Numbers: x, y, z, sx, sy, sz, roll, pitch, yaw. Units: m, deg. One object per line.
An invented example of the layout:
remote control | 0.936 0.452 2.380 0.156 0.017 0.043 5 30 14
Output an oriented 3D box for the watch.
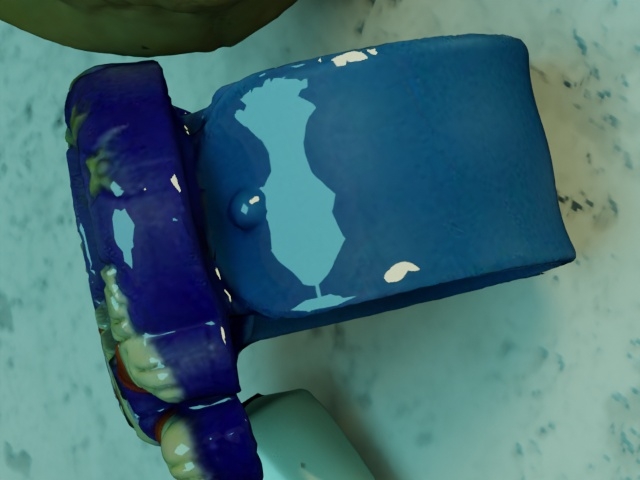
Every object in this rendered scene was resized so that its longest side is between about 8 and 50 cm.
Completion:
watch | -0.001 -0.006 0.769 0.196 0.200 0.171 -155 51 -81

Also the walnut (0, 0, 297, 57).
walnut | -0.089 -0.228 0.761 0.277 0.252 0.313 -16 90 50

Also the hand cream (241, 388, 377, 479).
hand cream | 0.044 0.211 0.838 0.109 0.067 0.320 -41 74 32
